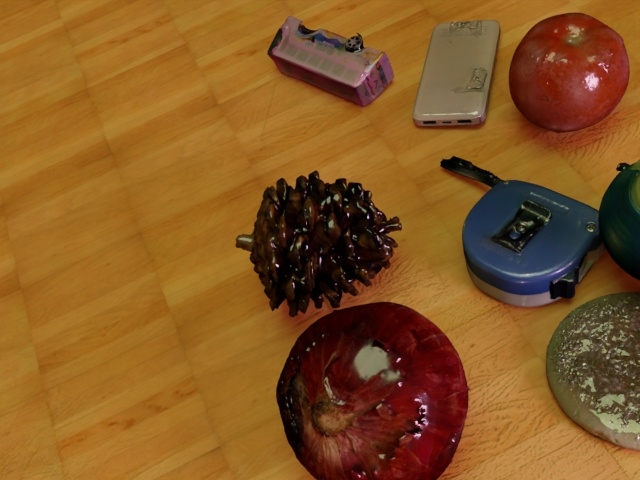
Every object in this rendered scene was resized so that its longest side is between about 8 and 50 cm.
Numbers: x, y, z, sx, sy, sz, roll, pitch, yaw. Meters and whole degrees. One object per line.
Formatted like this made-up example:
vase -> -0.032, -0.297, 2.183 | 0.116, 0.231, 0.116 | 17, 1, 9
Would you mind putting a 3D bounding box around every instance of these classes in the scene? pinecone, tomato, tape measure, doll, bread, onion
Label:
pinecone -> -0.005, 0.000, 1.366 | 0.257, 0.243, 0.243 | -14, 50, 18
tomato -> 0.441, -0.292, 1.498 | 0.208, 0.184, 0.208 | -4, 52, 5
tape measure -> 0.289, -0.030, 1.400 | 0.351, 0.098, 0.215 | 28, 64, 34
doll -> 0.525, 0.001, 1.211 | 0.199, 0.186, 0.322 | -4, 51, -24
bread -> 0.463, 0.182, 1.218 | 0.267, 0.040, 0.267 | -8, 51, 10
onion -> 0.073, 0.224, 1.175 | 0.276, 0.276, 0.276 | -8, 51, 10

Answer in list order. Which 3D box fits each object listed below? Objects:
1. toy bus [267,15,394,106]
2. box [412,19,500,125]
toy bus -> 0.015, -0.377, 1.749 | 0.274, 0.090, 0.112 | 29, 74, 33
box -> 0.274, -0.338, 1.674 | 0.142, 0.044, 0.285 | 2, 54, 20
